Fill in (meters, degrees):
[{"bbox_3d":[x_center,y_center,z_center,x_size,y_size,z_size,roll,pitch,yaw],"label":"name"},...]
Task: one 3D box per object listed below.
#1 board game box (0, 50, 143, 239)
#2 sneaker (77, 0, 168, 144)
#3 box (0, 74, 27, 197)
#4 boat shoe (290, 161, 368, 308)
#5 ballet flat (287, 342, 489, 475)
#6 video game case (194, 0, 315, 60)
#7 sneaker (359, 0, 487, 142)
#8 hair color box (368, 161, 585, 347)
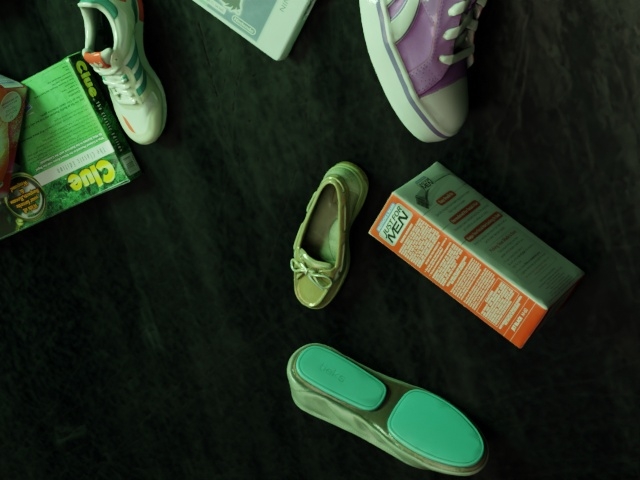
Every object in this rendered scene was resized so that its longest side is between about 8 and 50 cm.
[{"bbox_3d":[-0.305,-0.081,1.946,0.259,0.030,0.136,-21,96,34],"label":"board game box"},{"bbox_3d":[-0.193,-0.161,1.819,0.057,0.075,0.161,0,109,30],"label":"sneaker"},{"bbox_3d":[-0.430,-0.131,1.911,0.256,0.128,0.123,24,111,28],"label":"box"},{"bbox_3d":[0.002,0.000,1.790,0.056,0.048,0.153,31,122,16],"label":"boat shoe"},{"bbox_3d":[0.063,0.166,1.823,0.213,0.072,0.068,28,149,18],"label":"ballet flat"},{"bbox_3d":[-0.076,-0.288,1.732,0.201,0.023,0.183,37,123,12],"label":"video game case"},{"bbox_3d":[0.118,-0.220,1.604,0.161,0.102,0.282,-3,108,28],"label":"sneaker"},{"bbox_3d":[0.136,0.011,1.691,0.167,0.093,0.053,39,124,11],"label":"hair color box"}]
